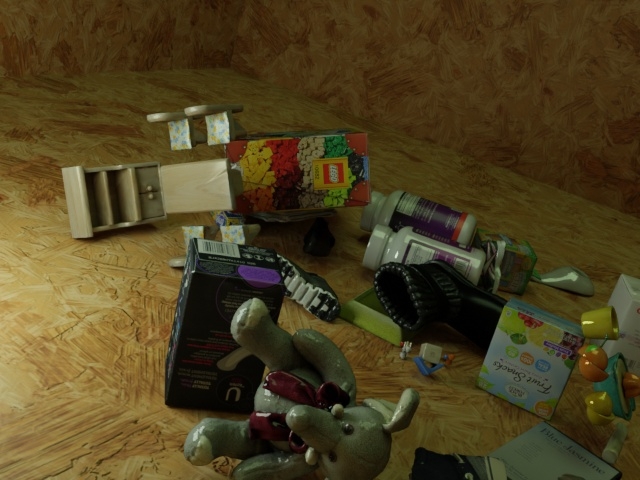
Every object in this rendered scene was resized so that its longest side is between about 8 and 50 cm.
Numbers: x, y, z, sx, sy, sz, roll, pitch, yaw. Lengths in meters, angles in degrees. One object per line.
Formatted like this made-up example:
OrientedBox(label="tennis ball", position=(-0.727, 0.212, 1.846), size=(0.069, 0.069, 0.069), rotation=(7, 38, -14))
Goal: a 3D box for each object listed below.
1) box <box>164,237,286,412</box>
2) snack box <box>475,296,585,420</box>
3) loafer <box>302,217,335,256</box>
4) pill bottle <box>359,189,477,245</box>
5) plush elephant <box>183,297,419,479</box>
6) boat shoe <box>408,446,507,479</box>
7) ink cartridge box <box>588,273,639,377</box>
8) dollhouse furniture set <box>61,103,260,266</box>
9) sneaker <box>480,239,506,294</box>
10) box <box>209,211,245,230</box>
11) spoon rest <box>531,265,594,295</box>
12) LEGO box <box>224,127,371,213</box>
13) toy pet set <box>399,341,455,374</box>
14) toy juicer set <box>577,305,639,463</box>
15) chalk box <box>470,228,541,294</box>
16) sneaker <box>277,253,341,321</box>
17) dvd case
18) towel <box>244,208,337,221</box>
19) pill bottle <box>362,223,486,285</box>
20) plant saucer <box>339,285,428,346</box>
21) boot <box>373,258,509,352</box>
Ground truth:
OrientedBox(label="box", position=(-0.175, 0.152, 1.342), size=(0.165, 0.270, 0.143), rotation=(10, 22, -15))
OrientedBox(label="snack box", position=(0.448, 0.251, 1.608), size=(0.175, 0.207, 0.070), rotation=(22, 24, 22))
OrientedBox(label="loafer", position=(0.000, 0.000, 2.123), size=(0.078, 0.080, 0.220), rotation=(31, 21, -6))
OrientedBox(label="pill bottle", position=(0.289, -0.037, 2.253), size=(0.323, 0.181, 0.181), rotation=(20, 22, 13))
OrientedBox(label="plush elephant", position=(-0.005, 0.282, 1.142), size=(0.330, 0.271, 0.255), rotation=(32, -13, -24))
OrientedBox(label="boat shoe", position=(0.207, 0.435, 1.140), size=(0.158, 0.127, 0.340), rotation=(10, 13, 3))
OrientedBox(label="ink cartridge box", position=(0.787, 0.234, 1.851), size=(0.171, 0.232, 0.168), rotation=(18, 22, 4))
OrientedBox(label="dollhouse furniture set", position=(-0.377, -0.115, 1.784), size=(0.394, 0.362, 0.256), rotation=(-1, 9, 37))
OrientedBox(label="sneaker", position=(0.468, 0.082, 2.124), size=(0.077, 0.178, 0.072), rotation=(11, -15, 7))
OrientedBox(label="box", position=(-0.264, -0.070, 2.119), size=(0.054, 0.059, 0.169), rotation=(2, 25, -26))
OrientedBox(label="spoon rest", position=(0.739, 0.108, 2.370), size=(0.276, 0.084, 0.137), rotation=(24, 20, -17))
OrientedBox(label="LEGO box", position=(-0.065, -0.213, 2.168), size=(0.373, 0.193, 0.500), rotation=(-4, 10, -2))
OrientedBox(label="toy pet set", position=(0.237, 0.268, 1.661), size=(0.122, 0.065, 0.114), rotation=(17, -14, -5))
OrientedBox(label="toy juicer set", position=(0.586, 0.311, 1.485), size=(0.090, 0.328, 0.209), rotation=(-10, 23, 30))
OrientedBox(label="chalk box", position=(0.555, 0.068, 2.241), size=(0.213, 0.132, 0.132), rotation=(13, 21, -7))
OrientedBox(label="sneaker", position=(-0.049, 0.102, 1.789), size=(0.234, 0.078, 0.106), rotation=(36, 12, 2))
OrientedBox(label="dvd case", position=(0.435, 0.430, 1.415), size=(0.180, 0.022, 0.253), rotation=(32, 26, 36))
OrientedBox(label="towel", position=(-0.092, -0.091, 2.185), size=(0.187, 0.049, 0.282), rotation=(-8, 11, -28))
OrientedBox(label="pill bottle", position=(0.273, 0.061, 2.017), size=(0.302, 0.169, 0.169), rotation=(20, 22, 10))
OrientedBox(label="plant saucer", position=(0.157, 0.171, 1.831), size=(0.188, 0.045, 0.188), rotation=(25, 23, 22))
OrientedBox(label="boot", position=(0.304, 0.167, 1.754), size=(0.348, 0.131, 0.260), rotation=(35, 19, 27))
